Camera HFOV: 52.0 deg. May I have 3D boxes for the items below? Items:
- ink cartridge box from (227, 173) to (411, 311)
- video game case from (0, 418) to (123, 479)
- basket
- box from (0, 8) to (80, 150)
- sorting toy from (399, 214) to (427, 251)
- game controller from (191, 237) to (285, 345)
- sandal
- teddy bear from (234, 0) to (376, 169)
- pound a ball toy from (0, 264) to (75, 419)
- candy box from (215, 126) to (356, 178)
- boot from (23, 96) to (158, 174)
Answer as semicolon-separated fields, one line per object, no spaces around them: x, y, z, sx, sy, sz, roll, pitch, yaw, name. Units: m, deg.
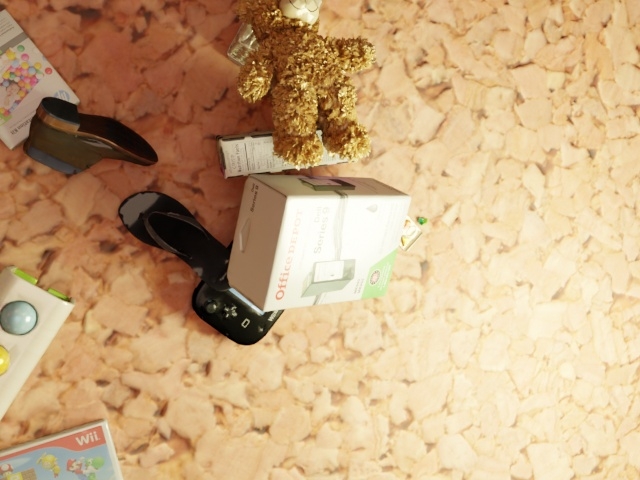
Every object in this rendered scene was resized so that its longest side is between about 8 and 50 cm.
0.000;0.000;1.166;0.289;0.122;0.211;-4;114;-39;ink cartridge box
-0.453;0.486;1.182;0.204;0.025;0.285;-15;97;-16;video game case
-0.083;-0.389;1.205;0.113;0.103;0.167;29;85;-16;basket
-0.528;-0.269;1.110;0.145;0.038;0.186;-39;104;-11;box
0.185;-0.026;1.355;0.062;0.012;0.083;46;80;-14;sorting toy
-0.097;0.042;1.244;0.166;0.067;0.319;39;82;-15;game controller
-0.247;-0.008;1.171;0.255;0.054;0.097;33;82;4;sandal
-0.023;-0.275;1.067;0.245;0.113;0.337;4;75;-9;teddy bear
-0.580;0.188;1.069;0.208;0.136;0.319;34;83;-16;pound a ball toy
-0.066;-0.165;1.178;0.234;0.159;0.071;-8;103;-9;candy box
-0.401;-0.161;1.145;0.219;0.082;0.106;25;122;-36;boot
